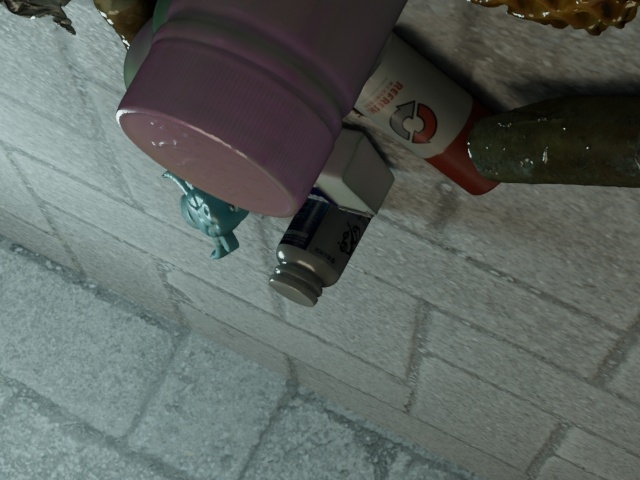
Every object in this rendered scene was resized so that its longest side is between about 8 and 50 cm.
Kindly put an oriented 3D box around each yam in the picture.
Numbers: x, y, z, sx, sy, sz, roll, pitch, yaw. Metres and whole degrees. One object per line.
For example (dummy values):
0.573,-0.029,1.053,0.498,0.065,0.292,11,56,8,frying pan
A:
0.277,-0.105,1.541,0.106,0.106,0.259,39,162,-33,yam
-0.238,-0.260,1.979,0.081,0.081,0.357,23,164,18,yam

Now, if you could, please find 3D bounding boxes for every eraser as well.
-0.040,-0.122,2.059,0.287,0.086,0.130,17,162,35,eraser

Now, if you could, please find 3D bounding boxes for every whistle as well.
-0.192,-0.059,2.517,0.186,0.093,0.274,60,159,-11,whistle

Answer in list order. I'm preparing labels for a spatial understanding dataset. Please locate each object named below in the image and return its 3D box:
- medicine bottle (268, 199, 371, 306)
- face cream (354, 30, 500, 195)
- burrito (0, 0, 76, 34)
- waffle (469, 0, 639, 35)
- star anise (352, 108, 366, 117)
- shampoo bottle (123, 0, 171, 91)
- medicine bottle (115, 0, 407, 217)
0.000,0.000,2.174,0.107,0.191,0.107,26,164,8,medicine bottle
0.129,-0.148,1.672,0.214,0.096,0.096,35,163,-23,face cream
-0.448,-0.412,1.715,0.445,0.101,0.139,42,138,1,burrito
0.179,-0.268,1.259,0.237,0.059,0.243,16,159,19,waffle
0.029,-0.201,1.756,0.129,0.056,0.124,50,175,-27,star anise
-0.137,-0.222,1.781,0.222,0.151,0.349,16,166,-2,shampoo bottle
-0.040,-0.204,1.366,0.202,0.316,0.202,25,165,7,medicine bottle
